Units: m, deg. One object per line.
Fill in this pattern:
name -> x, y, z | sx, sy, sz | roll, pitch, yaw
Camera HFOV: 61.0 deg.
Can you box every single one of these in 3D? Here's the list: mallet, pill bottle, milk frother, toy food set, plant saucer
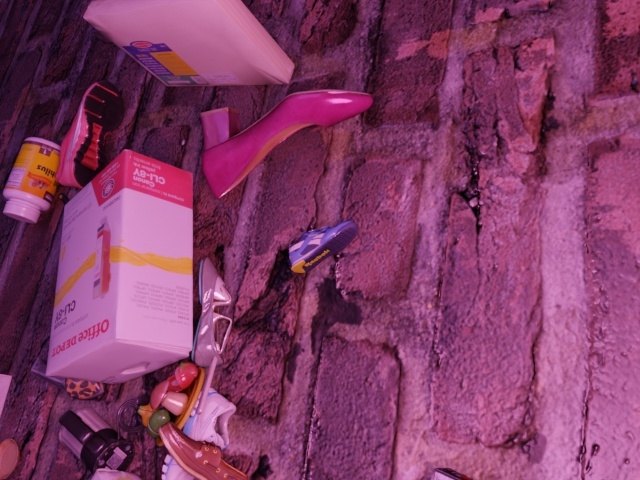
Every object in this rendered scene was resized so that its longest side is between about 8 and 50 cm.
mallet -> -0.645, -0.071, 1.404 | 0.189, 0.039, 0.062 | 26, 87, 41
pill bottle -> -0.769, -0.159, 1.461 | 0.117, 0.117, 0.215 | 3, 72, 32
milk frother -> -0.412, 0.360, 1.052 | 0.134, 0.129, 0.143 | 21, 38, 35
toy food set -> -0.264, 0.272, 0.952 | 0.218, 0.071, 0.128 | -45, 23, 39
plant saucer -> -0.691, 0.483, 1.203 | 0.083, 0.015, 0.083 | -12, 64, 26

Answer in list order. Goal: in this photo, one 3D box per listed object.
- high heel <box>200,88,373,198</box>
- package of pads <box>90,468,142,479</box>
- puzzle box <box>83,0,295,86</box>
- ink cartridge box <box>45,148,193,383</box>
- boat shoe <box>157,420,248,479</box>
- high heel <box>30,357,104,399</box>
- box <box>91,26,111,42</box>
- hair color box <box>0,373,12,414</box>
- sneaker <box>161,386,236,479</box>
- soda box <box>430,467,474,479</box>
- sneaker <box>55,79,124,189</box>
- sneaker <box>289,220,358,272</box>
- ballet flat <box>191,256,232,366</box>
high heel -> -0.068, -0.192, 1.093 | 0.377, 0.127, 0.181 | -5, 96, 25
package of pads -> -0.329, 0.540, 0.880 | 0.296, 0.101, 0.229 | 18, 79, 47
puzzle box -> -0.291, -0.441, 1.202 | 0.408, 0.272, 0.052 | 10, 75, 33
ink cartridge box -> -0.394, 0.061, 1.083 | 0.279, 0.160, 0.385 | -27, 58, 35
boat shoe -> -0.189, 0.352, 0.884 | 0.060, 0.178, 0.064 | -43, 14, -11
high heel -> -0.492, 0.202, 1.173 | 0.186, 0.093, 0.261 | 15, 75, 23
box -> -0.561, -0.701, 1.607 | 0.183, 0.056, 0.231 | 7, 73, 33
hair color box -> -0.792, 0.390, 1.255 | 0.053, 0.093, 0.167 | -7, 66, 29
sneaker -> -0.204, 0.357, 0.936 | 0.083, 0.071, 0.191 | 15, 78, 29
soda box -> 0.156, 0.390, 0.710 | 0.053, 0.060, 0.169 | 14, 78, 36
sneaker -> -0.624, -0.283, 1.430 | 0.136, 0.116, 0.314 | -1, 69, 32
sneaker -> 0.000, 0.000, 0.975 | 0.144, 0.053, 0.059 | -32, 55, 15
ballet flat -> -0.200, 0.135, 1.039 | 0.068, 0.072, 0.213 | 0, 68, 2
